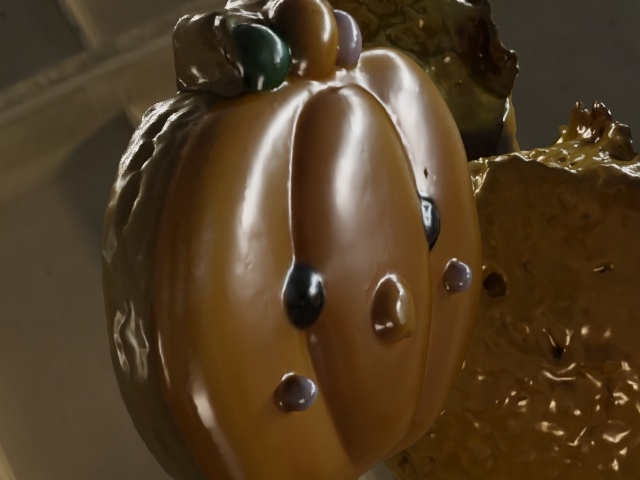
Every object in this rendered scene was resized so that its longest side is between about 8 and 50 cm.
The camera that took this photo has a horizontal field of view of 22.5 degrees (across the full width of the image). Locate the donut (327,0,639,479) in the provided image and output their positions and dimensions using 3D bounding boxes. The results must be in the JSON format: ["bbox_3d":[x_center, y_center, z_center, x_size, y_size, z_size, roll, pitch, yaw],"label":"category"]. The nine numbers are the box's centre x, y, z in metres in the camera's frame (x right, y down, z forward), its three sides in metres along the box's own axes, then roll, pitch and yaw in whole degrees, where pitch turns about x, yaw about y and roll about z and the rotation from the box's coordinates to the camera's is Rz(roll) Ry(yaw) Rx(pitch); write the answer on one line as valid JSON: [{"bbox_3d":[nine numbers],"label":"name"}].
[{"bbox_3d":[0.086,0.036,0.895,0.163,0.378,0.435,-25,-151,0],"label":"donut"}]

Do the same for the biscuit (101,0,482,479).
[{"bbox_3d":[0.003,0.000,0.503,0.050,0.170,0.170,3,-126,35],"label":"biscuit"}]
